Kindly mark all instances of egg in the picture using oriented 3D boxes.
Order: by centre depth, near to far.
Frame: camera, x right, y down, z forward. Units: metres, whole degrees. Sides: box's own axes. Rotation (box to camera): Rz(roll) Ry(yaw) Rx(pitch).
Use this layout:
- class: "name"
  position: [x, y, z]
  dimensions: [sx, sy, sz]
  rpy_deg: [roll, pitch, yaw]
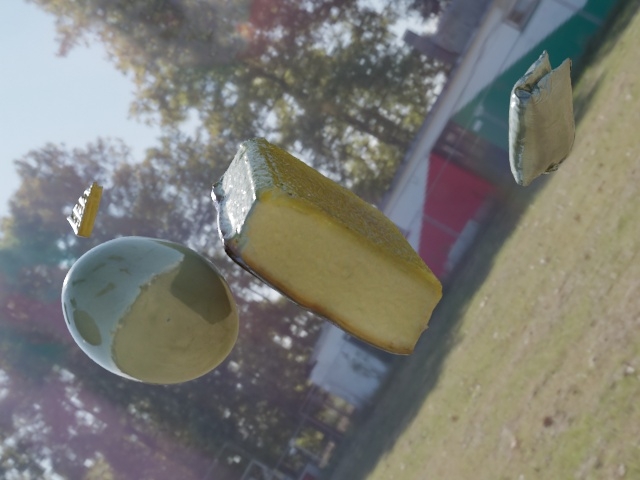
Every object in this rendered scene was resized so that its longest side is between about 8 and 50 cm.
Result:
- class: "egg"
  position: [-0.253, 0.105, 1.258]
  dimensions: [0.219, 0.269, 0.219]
  rpy_deg: [-45, 26, 30]

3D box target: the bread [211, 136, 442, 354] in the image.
- class: "bread"
  position: [0.000, 0.000, 1.257]
  dimensions: [0.143, 0.323, 0.333]
  rpy_deg: [-56, 17, 11]

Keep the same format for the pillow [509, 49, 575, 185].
- class: "pillow"
  position: [0.346, -0.190, 1.310]
  dimensions: [0.134, 0.078, 0.181]
  rpy_deg: [-40, -45, -34]

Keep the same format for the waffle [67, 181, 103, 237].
- class: "waffle"
  position: [-0.493, -0.080, 1.734]
  dimensions: [0.191, 0.032, 0.125]
  rpy_deg: [33, 110, 62]
